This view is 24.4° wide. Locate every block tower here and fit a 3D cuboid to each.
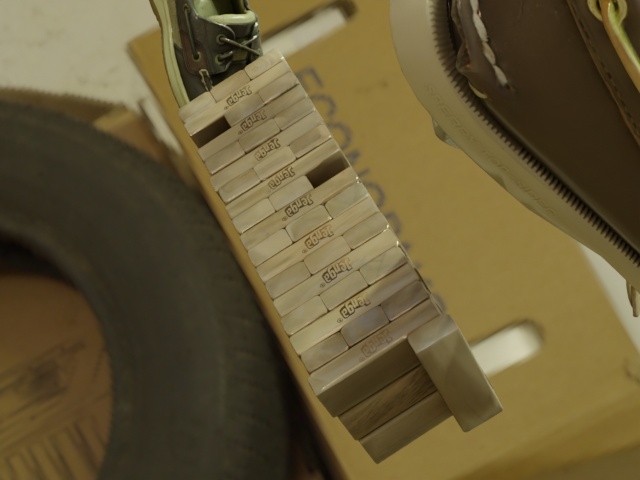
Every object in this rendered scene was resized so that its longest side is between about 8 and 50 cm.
[{"bbox_3d":[0.000,0.000,0.995,0.091,0.097,0.335,56,2,-44],"label":"block tower"}]

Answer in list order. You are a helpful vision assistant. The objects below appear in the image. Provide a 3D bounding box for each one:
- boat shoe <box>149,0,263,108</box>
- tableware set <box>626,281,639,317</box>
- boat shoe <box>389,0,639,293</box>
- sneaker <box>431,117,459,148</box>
[{"bbox_3d":[-0.088,-0.174,1.245,0.080,0.073,0.223,-17,86,-44],"label":"boat shoe"},{"bbox_3d":[0.248,-0.023,1.036,0.169,0.020,0.141,-11,105,-59],"label":"tableware set"},{"bbox_3d":[0.170,-0.011,0.493,0.324,0.116,0.097,37,-23,-23],"label":"boat shoe"},{"bbox_3d":[0.141,-0.143,0.865,0.256,0.094,0.151,-19,88,-39],"label":"sneaker"}]
